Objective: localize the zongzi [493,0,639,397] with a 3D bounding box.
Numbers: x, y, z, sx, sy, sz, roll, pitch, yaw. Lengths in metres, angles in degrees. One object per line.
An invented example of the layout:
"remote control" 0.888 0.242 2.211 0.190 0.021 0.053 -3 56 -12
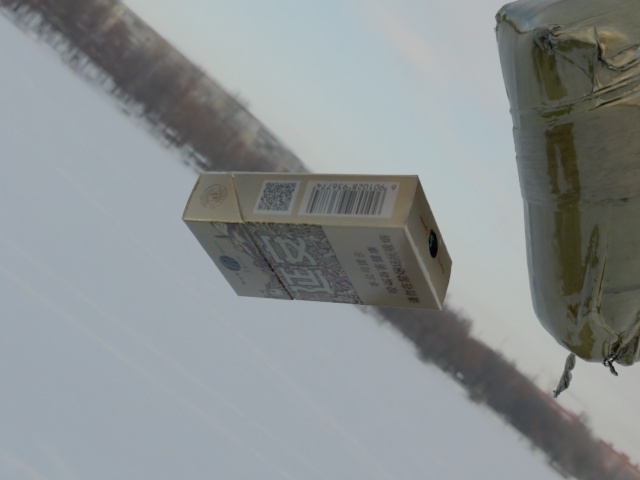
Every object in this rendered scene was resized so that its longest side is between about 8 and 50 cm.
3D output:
"zongzi" 0.173 -0.027 0.459 0.081 0.178 0.189 -138 -144 -71

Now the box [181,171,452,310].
"box" 0.000 0.000 0.370 0.083 0.024 0.053 0 -34 24
